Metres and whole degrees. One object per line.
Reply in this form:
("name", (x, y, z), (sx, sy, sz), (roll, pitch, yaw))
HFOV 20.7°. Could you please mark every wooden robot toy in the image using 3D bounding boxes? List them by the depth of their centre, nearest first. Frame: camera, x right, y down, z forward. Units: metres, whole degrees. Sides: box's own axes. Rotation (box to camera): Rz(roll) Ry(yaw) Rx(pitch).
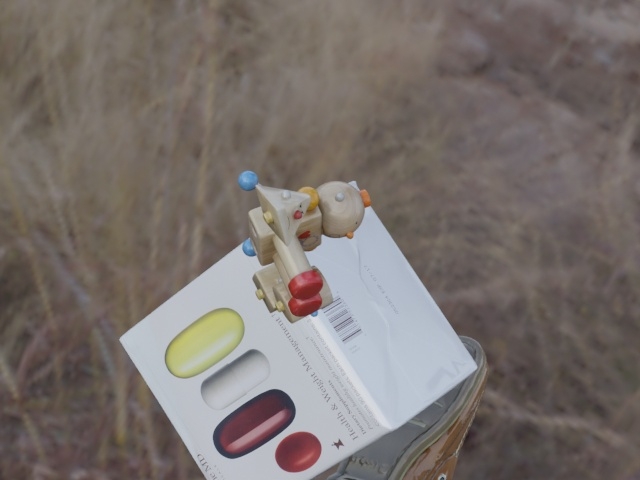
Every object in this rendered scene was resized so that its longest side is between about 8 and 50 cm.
("wooden robot toy", (0.000, 0.000, 1.092), (0.079, 0.173, 0.076), (-26, 67, -13))

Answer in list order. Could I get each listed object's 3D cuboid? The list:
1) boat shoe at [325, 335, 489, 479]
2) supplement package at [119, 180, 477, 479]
("boat shoe", (0.090, 0.245, 1.911), (0.110, 0.104, 0.307), (21, 66, 46))
("supplement package", (-0.021, 0.096, 1.482), (0.194, 0.203, 0.149), (57, 38, 5))
